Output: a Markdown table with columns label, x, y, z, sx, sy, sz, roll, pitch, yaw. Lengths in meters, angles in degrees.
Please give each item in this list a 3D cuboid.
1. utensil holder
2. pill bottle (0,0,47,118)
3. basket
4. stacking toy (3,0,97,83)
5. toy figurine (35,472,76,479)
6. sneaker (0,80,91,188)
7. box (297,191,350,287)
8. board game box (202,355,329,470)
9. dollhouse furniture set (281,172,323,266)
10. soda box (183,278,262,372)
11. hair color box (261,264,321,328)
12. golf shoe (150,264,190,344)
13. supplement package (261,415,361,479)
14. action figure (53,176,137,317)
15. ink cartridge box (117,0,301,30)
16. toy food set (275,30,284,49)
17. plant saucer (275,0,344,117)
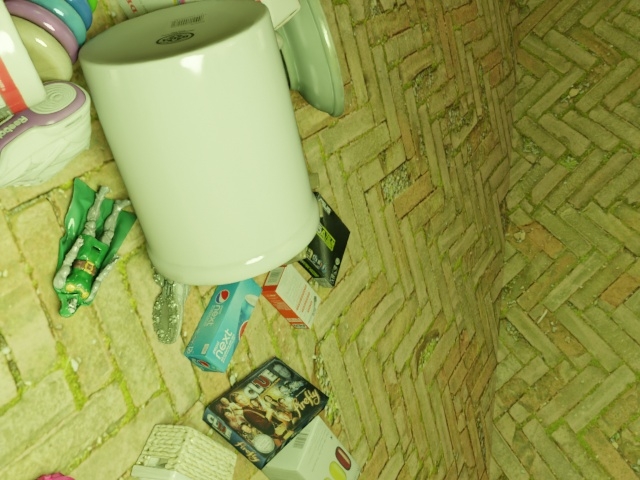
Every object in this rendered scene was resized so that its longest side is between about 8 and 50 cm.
| label | x | y | z | sx | sy | sz | roll | pitch | yaw |
| --- | --- | --- | --- | --- | --- | --- | --- | --- | --- |
| utensil holder | -0.193 | -0.170 | 1.061 | 0.328 | 0.327 | 0.386 | -54 | 143 | -43 |
| pill bottle | -0.484 | -0.175 | 0.665 | 0.318 | 0.176 | 0.177 | -27 | 113 | -17 |
| basket | -0.251 | 0.426 | 1.181 | 0.167 | 0.113 | 0.103 | 50 | 44 | -40 |
| stacking toy | -0.406 | -0.410 | 1.003 | 0.141 | 0.141 | 0.331 | 43 | 54 | -45 |
| toy figurine | -0.409 | 0.443 | 0.977 | 0.173 | 0.130 | 0.159 | -48 | 114 | -17 |
| sneaker | -0.461 | -0.109 | 0.919 | 0.305 | 0.114 | 0.152 | -39 | 162 | -29 |
| box | 0.000 | 0.000 | 1.647 | 0.191 | 0.045 | 0.184 | 49 | 51 | -42 |
| board game box | -0.112 | 0.364 | 1.350 | 0.243 | 0.165 | 0.042 | -29 | 148 | -53 |
| dollhouse furniture set | -0.121 | -0.071 | 1.440 | 0.262 | 0.135 | 0.259 | 17 | 61 | -54 |
| soda box | -0.202 | 0.169 | 1.315 | 0.071 | 0.067 | 0.210 | 53 | 47 | -38 |
| hair color box | -0.070 | 0.135 | 1.524 | 0.167 | 0.053 | 0.093 | 52 | 46 | -38 |
| golf shoe | -0.279 | 0.113 | 1.214 | 0.086 | 0.069 | 0.176 | 8 | 81 | -61 |
| supplement package | -0.026 | 0.530 | 1.474 | 0.244 | 0.133 | 0.139 | 57 | 44 | -35 |
| action figure | -0.392 | 0.023 | 1.058 | 0.137 | 0.063 | 0.232 | 34 | 57 | -40 |
| ink cartridge box | -0.222 | -0.470 | 1.141 | 0.226 | 0.306 | 0.131 | 61 | 41 | -30 |
| toy food set | -0.128 | -0.338 | 1.348 | 0.306 | 0.092 | 0.220 | 95 | 1 | -76 |
| plant saucer | -0.060 | -0.465 | 1.445 | 0.400 | 0.100 | 0.401 | 159 | -90 | -86 |
